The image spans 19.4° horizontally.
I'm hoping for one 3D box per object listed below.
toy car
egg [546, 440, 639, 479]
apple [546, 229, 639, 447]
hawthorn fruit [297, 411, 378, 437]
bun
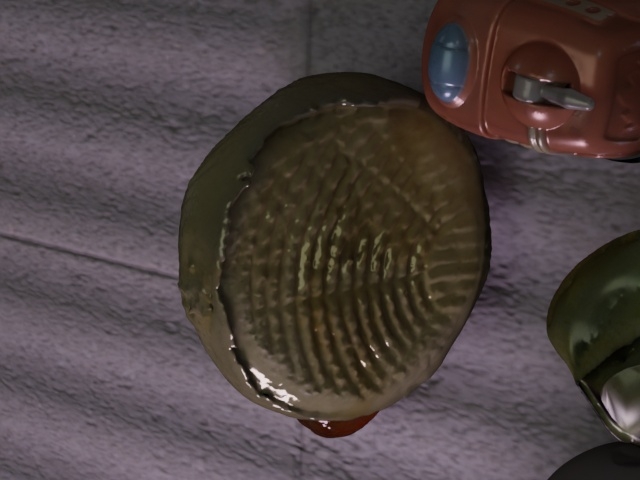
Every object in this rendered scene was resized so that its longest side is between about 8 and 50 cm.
[{"bbox_3d":[0.213,-0.172,1.815,0.270,0.212,0.180,21,113,35],"label":"toy car"},{"bbox_3d":[0.305,0.288,1.866,0.176,0.176,0.232,59,147,13],"label":"egg"},{"bbox_3d":[0.331,0.093,1.813,0.188,0.174,0.207,-39,68,11],"label":"apple"},{"bbox_3d":[0.032,0.143,2.108,0.149,0.189,0.149,166,90,-82],"label":"hawthorn fruit"},{"bbox_3d":[-0.004,-0.003,1.937,0.202,0.364,0.364,23,115,53],"label":"bun"}]
